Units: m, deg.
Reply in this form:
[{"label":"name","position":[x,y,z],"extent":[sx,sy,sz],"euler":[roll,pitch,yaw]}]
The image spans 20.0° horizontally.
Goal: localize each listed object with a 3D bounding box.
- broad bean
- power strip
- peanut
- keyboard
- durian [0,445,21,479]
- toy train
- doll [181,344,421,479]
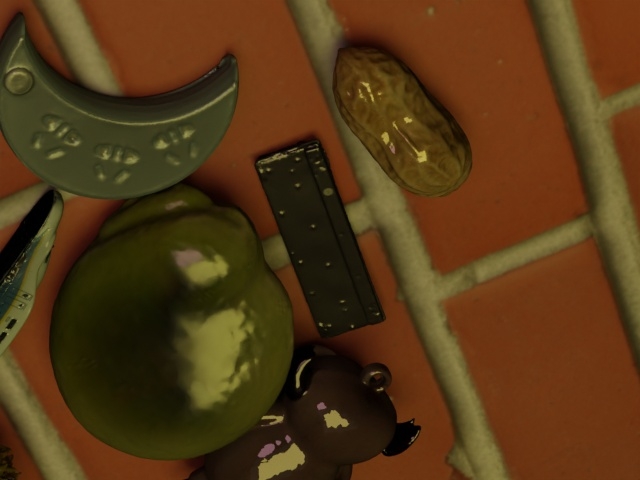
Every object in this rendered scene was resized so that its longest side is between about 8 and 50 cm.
[{"label":"broad bean","position":[-0.141,0.086,1.768],"extent":[0.238,0.119,0.291],"euler":[19,113,-5]},{"label":"power strip","position":[-0.208,-0.118,1.674],"extent":[0.253,0.054,0.167],"euler":[7,118,-19]},{"label":"peanut","position":[0.075,-0.110,1.730],"extent":[0.083,0.093,0.194],"euler":[-21,132,32]},{"label":"keyboard","position":[0.000,-0.001,1.820],"extent":[0.072,0.023,0.231],"euler":[-17,124,5]},{"label":"durian","position":[-0.398,0.290,1.816],"extent":[0.200,0.176,0.237],"euler":[20,127,-3]},{"label":"toy train","position":[-0.302,0.051,1.757],"extent":[0.051,0.052,0.234],"euler":[27,111,-30]},{"label":"doll","position":[-0.023,0.209,1.886],"extent":[0.182,0.117,0.257],"euler":[34,108,-31]}]
